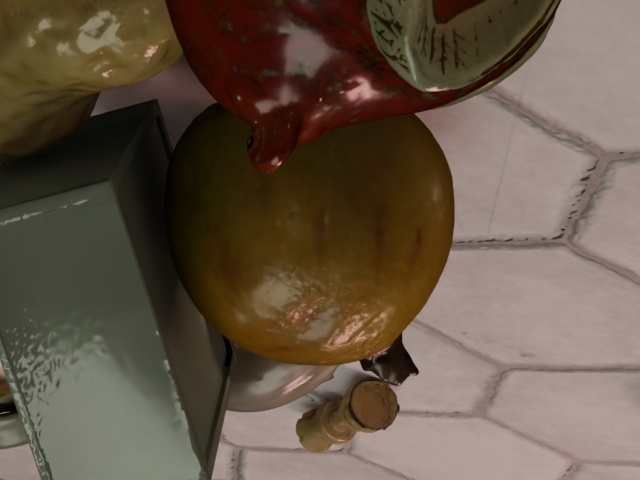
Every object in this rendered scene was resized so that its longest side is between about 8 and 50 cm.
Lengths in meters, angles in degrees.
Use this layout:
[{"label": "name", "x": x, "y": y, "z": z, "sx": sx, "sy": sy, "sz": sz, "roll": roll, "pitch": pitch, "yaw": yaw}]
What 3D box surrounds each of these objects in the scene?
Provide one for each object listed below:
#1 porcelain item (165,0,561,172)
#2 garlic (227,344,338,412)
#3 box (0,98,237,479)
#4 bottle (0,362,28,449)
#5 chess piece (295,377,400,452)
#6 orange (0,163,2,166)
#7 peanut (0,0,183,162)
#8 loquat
[{"label": "porcelain item", "x": 0.015, "y": -0.139, "z": 0.865, "sx": 0.252, "sy": 0.253, "sz": 0.253, "roll": 10, "pitch": 154, "yaw": 5}, {"label": "garlic", "x": -0.051, "y": 0.028, "z": 1.374, "sx": 0.291, "sy": 0.210, "sz": 0.238, "roll": 9, "pitch": 119, "yaw": 13}, {"label": "box", "x": -0.155, "y": 0.041, "z": 1.155, "sx": 0.117, "sy": 0.225, "sz": 0.225, "roll": -14, "pitch": 107, "yaw": 7}, {"label": "bottle", "x": -0.302, "y": 0.066, "z": 1.455, "sx": 0.351, "sy": 0.229, "sz": 0.229, "roll": 22, "pitch": 154, "yaw": -37}, {"label": "chess piece", "x": 0.021, "y": 0.195, "z": 1.741, "sx": 0.060, "sy": 0.060, "sz": 0.172, "roll": 21, "pitch": 155, "yaw": -18}, {"label": "orange", "x": -0.299, "y": -0.069, "z": 1.314, "sx": 0.083, "sy": 0.084, "sz": 0.083, "roll": 10, "pitch": 154, "yaw": 5}, {"label": "peanut", "x": -0.199, "y": -0.133, "z": 1.085, "sx": 0.318, "sy": 0.148, "sz": 0.147, "roll": -15, "pitch": 143, "yaw": 38}, {"label": "loquat", "x": 0.000, "y": 0.000, "z": 1.144, "sx": 0.213, "sy": 0.213, "sz": 0.246, "roll": -15, "pitch": 109, "yaw": 44}]
